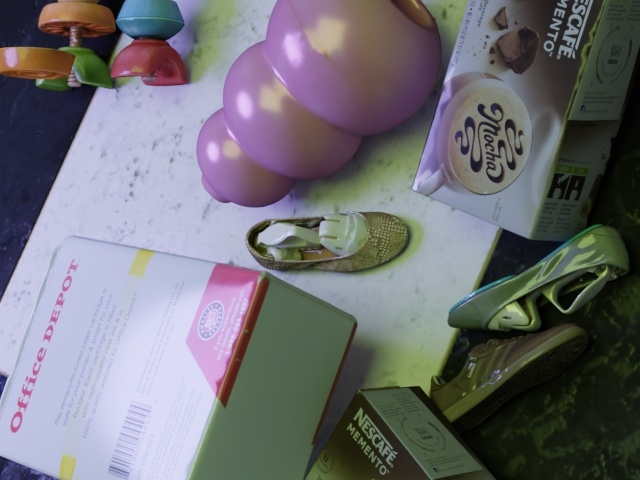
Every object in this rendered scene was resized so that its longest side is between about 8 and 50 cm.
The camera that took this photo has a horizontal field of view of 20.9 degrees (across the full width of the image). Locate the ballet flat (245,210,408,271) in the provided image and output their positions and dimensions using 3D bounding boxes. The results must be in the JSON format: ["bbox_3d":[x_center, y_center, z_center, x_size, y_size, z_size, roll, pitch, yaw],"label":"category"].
[{"bbox_3d":[0.000,0.000,2.019,0.206,0.067,0.073,-9,68,29],"label":"ballet flat"}]

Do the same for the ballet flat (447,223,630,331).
[{"bbox_3d":[0.232,0.058,1.851,0.213,0.072,0.068,-31,64,19],"label":"ballet flat"}]

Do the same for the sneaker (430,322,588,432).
[{"bbox_3d":[0.193,0.129,1.852,0.188,0.066,0.071,-35,57,17],"label":"sneaker"}]

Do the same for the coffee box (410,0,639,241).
[{"bbox_3d":[0.232,-0.165,1.855,0.168,0.119,0.297,25,104,36],"label":"coffee box"}]

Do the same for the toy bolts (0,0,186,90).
[{"bbox_3d":[-0.290,-0.284,2.221,0.228,0.218,0.159,0,87,25],"label":"toy bolts"}]

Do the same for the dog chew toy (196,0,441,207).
[{"bbox_3d":[-0.016,-0.166,2.017,0.332,0.206,0.207,-45,55,22],"label":"dog chew toy"}]

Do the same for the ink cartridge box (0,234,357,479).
[{"bbox_3d":[-0.176,0.163,1.969,0.384,0.160,0.279,10,78,48],"label":"ink cartridge box"}]

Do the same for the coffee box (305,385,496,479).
[{"bbox_3d":[0.109,0.283,1.806,0.246,0.098,0.141,51,124,34],"label":"coffee box"}]
